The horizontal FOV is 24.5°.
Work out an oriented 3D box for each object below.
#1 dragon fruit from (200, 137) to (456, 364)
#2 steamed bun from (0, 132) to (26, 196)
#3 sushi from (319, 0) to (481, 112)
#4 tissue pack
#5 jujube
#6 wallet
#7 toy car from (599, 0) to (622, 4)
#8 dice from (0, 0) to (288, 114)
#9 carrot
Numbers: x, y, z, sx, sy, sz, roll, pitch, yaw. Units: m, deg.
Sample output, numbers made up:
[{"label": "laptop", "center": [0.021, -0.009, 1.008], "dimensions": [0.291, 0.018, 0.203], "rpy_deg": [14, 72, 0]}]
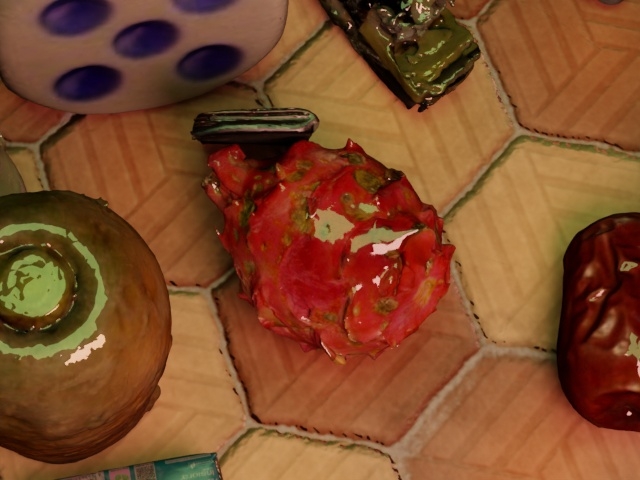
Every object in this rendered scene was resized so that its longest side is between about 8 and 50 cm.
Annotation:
[{"label": "dragon fruit", "center": [0.000, 0.000, 1.454], "dimensions": [0.268, 0.210, 0.205], "rpy_deg": [32, 99, 10]}, {"label": "steamed bun", "center": [-0.418, -0.077, 1.486], "dimensions": [0.211, 0.144, 0.218], "rpy_deg": [-26, 71, -15]}, {"label": "sushi", "center": [0.070, -0.287, 1.614], "dimensions": [0.139, 0.131, 0.291], "rpy_deg": [-36, 82, -13]}, {"label": "tissue pack", "center": [-0.166, 0.274, 1.384], "dimensions": [0.169, 0.082, 0.120], "rpy_deg": [-9, 68, -8]}, {"label": "jujube", "center": [0.309, 0.079, 1.469], "dimensions": [0.155, 0.155, 0.230], "rpy_deg": [1, 60, -3]}, {"label": "wallet", "center": [-0.067, -0.113, 1.485], "dimensions": [0.122, 0.232, 0.031], "rpy_deg": [1, 91, -3]}, {"label": "toy car", "center": [0.284, -0.358, 1.681], "dimensions": [0.191, 0.100, 0.097], "rpy_deg": [29, 64, 4]}, {"label": "dice", "center": [-0.198, -0.317, 1.519], "dimensions": [0.304, 0.304, 0.277], "rpy_deg": [-8, 68, -7]}, {"label": "carrot", "center": [-0.243, 0.088, 1.324], "dimensions": [0.224, 0.340, 0.224], "rpy_deg": [2, 70, -5]}]
